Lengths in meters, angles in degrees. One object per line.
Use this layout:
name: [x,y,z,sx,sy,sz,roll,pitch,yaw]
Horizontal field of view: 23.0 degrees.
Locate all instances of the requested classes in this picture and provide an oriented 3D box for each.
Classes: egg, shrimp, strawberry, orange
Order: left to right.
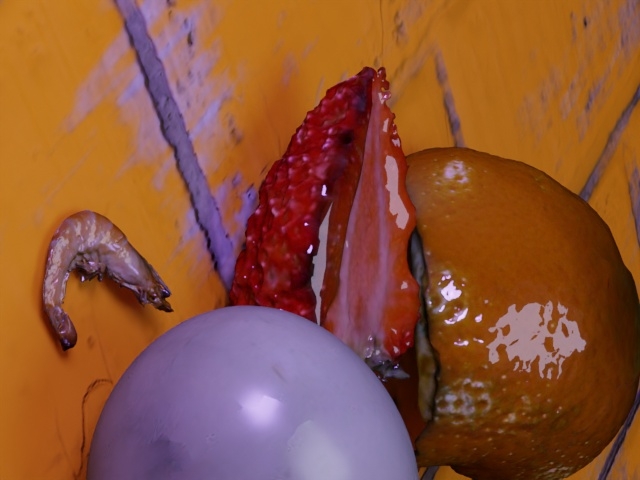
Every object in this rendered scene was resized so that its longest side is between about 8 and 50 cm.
shrimp: [-0.133,0.035,0.961,0.114,0.023,0.083,45,61,-46]
egg: [-0.040,0.162,0.958,0.203,0.203,0.283,-56,156,-38]
strawberry: [-0.008,-0.004,1.094,0.174,0.098,0.228,-16,106,-58]
orange: [0.158,0.060,1.292,0.334,0.196,0.263,39,33,-51]
